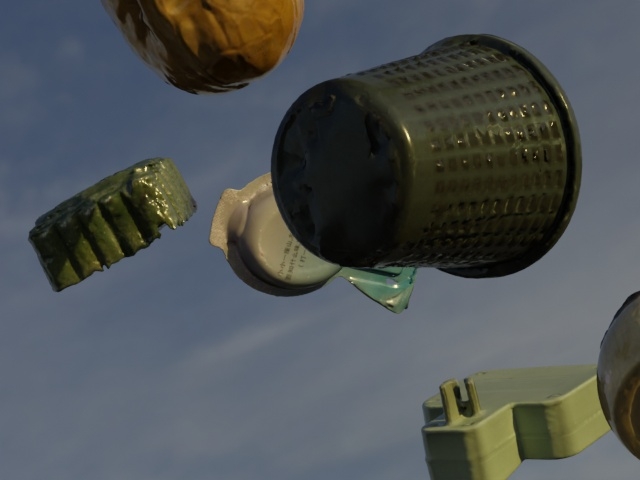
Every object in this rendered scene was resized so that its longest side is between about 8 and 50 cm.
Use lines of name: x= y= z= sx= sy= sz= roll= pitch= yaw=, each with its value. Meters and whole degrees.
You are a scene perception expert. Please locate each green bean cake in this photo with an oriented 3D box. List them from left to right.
green bean cake: x=-0.251 y=-0.026 z=1.870 sx=0.181 sy=0.094 sz=0.173 roll=-27 pitch=7 yaw=11

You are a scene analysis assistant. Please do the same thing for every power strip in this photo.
power strip: x=0.232 y=0.218 z=2.023 sx=0.230 sy=0.141 sz=0.261 roll=-6 pitch=11 yaw=40

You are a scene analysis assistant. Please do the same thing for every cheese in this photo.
cheese: x=0.000 y=0.000 z=1.614 sx=0.245 sy=0.052 sz=0.135 roll=13 pitch=-79 yaw=-26

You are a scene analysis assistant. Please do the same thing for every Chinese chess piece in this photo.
Chinese chess piece: x=0.433 y=0.148 z=1.711 sx=0.257 sy=0.104 sz=0.257 roll=1 pitch=-52 yaw=1

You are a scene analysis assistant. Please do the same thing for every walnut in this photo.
walnut: x=-0.122 y=-0.254 z=1.554 sx=0.193 sy=0.225 sz=0.193 roll=-39 pitch=8 yaw=6

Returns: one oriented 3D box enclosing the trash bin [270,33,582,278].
trash bin: x=0.057 y=-0.050 z=1.031 sx=0.161 sy=0.175 sz=0.175 roll=-9 pitch=-25 yaw=-48
